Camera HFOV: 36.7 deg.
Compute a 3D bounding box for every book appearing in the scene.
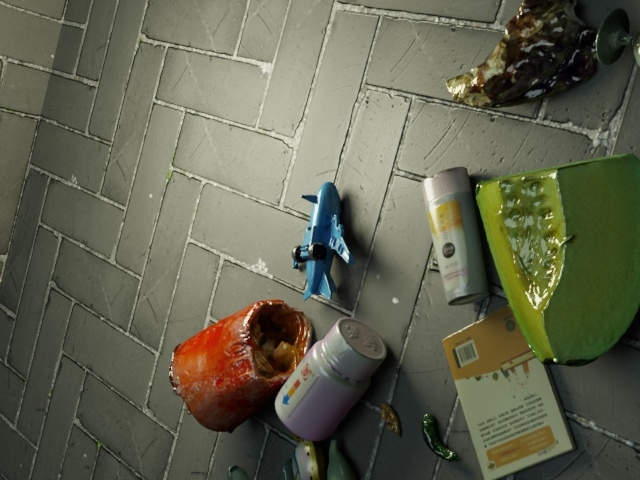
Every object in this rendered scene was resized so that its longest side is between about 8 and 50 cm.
[{"bbox_3d":[0.349,0.285,1.827,0.208,0.020,0.296,-33,61,37],"label":"book"}]

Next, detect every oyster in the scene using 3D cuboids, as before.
[{"bbox_3d":[0.389,-0.357,1.843,0.275,0.100,0.271,34,93,48],"label":"oyster"}]

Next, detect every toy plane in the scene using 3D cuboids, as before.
[{"bbox_3d":[0.000,0.000,2.184,0.254,0.105,0.271,-9,81,60],"label":"toy plane"}]

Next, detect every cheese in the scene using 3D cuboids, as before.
[{"bbox_3d":[-0.033,0.472,2.146,0.157,0.064,0.250,102,159,-46],"label":"cheese"}]

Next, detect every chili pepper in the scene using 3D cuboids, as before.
[{"bbox_3d":[-0.187,0.281,2.232,0.305,0.229,0.251,-39,21,35],"label":"chili pepper"},{"bbox_3d":[0.230,0.403,1.921,0.118,0.035,0.055,59,140,39],"label":"chili pepper"}]

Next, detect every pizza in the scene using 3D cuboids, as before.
[{"bbox_3d":[0.147,0.377,2.023,0.037,0.016,0.083,-51,52,35],"label":"pizza"}]

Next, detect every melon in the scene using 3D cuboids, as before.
[{"bbox_3d":[0.413,0.038,1.677,0.331,0.226,0.344,-7,91,33],"label":"melon"}]

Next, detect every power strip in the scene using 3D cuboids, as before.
[{"bbox_3d":[-0.120,0.594,2.236,0.253,0.054,0.168,-15,75,44],"label":"power strip"}]

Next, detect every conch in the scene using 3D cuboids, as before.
[{"bbox_3d":[0.047,0.520,2.078,0.065,0.088,0.180,-13,60,-1],"label":"conch"}]

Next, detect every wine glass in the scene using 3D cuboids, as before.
[{"bbox_3d":[0.590,-0.323,1.625,0.231,0.103,0.103,27,102,41],"label":"wine glass"}]

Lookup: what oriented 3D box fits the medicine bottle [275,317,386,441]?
[{"bbox_3d":[0.023,0.298,2.069,0.254,0.152,0.152,-54,50,23],"label":"medicine bottle"}]

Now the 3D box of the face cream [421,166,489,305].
[{"bbox_3d":[0.269,-0.009,1.924,0.107,0.073,0.269,-21,67,34],"label":"face cream"}]
